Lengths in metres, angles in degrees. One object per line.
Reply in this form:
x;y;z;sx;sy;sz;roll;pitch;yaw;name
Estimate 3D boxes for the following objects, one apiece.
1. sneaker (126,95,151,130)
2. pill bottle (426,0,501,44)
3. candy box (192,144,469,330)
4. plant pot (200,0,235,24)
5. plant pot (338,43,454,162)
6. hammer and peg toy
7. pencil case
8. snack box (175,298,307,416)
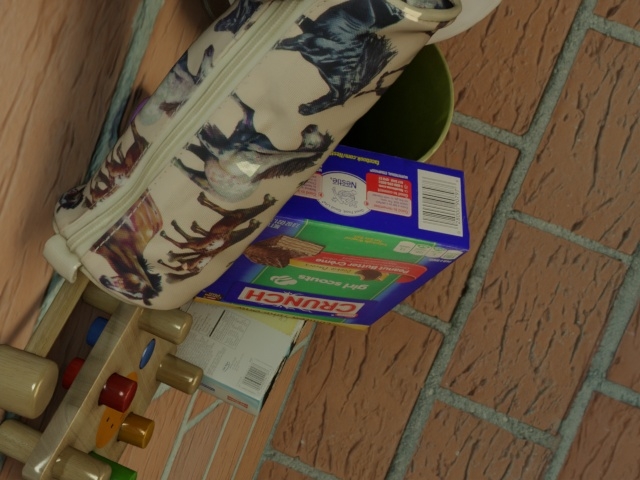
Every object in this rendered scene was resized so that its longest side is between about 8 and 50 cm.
-0.129;-0.051;1.162;0.305;0.152;0.114;88;24;-73;sneaker
0.074;-0.348;1.047;0.162;0.278;0.162;-19;156;-9;pill bottle
0.000;0.000;1.347;0.317;0.268;0.122;136;-40;-59;candy box
-0.029;-0.264;1.147;0.230;0.215;0.215;-4;117;-65;plant pot
0.011;-0.161;1.496;0.275;0.274;0.293;-63;-175;-24;plant pot
-0.233;0.158;1.133;0.361;0.127;0.266;95;19;-63;hammer and peg toy
-0.073;-0.107;0.904;0.410;0.160;0.183;-45;151;26;pencil case
-0.104;0.077;1.515;0.060;0.187;0.322;104;13;-56;snack box
